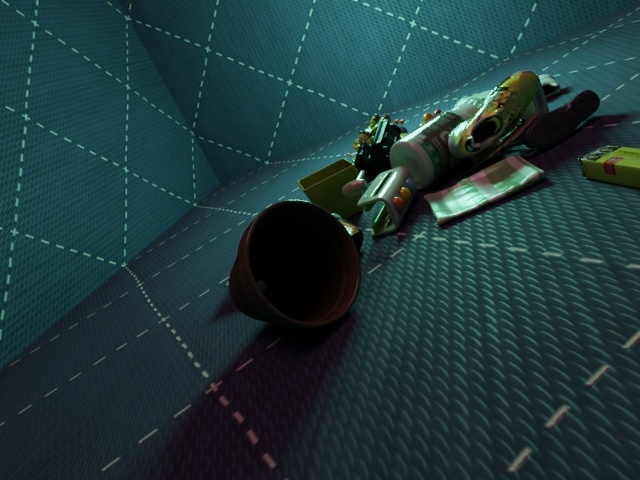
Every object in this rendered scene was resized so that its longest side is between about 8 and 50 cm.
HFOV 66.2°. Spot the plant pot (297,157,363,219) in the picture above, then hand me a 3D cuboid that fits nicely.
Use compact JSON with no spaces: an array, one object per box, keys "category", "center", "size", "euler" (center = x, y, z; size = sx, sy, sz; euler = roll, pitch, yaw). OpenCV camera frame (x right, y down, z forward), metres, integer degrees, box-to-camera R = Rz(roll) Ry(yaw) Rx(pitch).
[{"category":"plant pot","center":[0.055,-0.181,1.920],"size":[0.212,0.187,0.212],"euler":[-28,18,-1]}]

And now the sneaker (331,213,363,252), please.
[{"category":"sneaker","center":[0.000,0.000,1.488],"size":[0.321,0.125,0.180],"euler":[-20,31,-34]}]

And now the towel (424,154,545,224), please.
[{"category":"towel","center":[0.491,-0.162,1.507],"size":[0.324,0.038,0.248],"euler":[-23,19,10]}]

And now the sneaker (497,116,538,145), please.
[{"category":"sneaker","center":[0.717,-0.397,1.767],"size":[0.170,0.075,0.063],"euler":[-17,21,29]}]

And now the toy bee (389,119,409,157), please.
[{"category":"toy bee","center":[0.340,-0.432,2.123],"size":[0.195,0.162,0.298],"euler":[-20,36,-38]}]

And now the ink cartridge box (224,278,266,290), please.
[{"category":"ink cartridge box","center":[-0.137,0.056,1.733],"size":[0.330,0.071,0.324],"euler":[-21,21,22]}]

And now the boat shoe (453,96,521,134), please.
[{"category":"boat shoe","center":[0.650,-0.473,1.919],"size":[0.113,0.103,0.302],"euler":[-55,41,6]}]

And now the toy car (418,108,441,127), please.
[{"category":"toy car","center":[0.528,-0.504,2.158],"size":[0.182,0.136,0.159],"euler":[27,40,14]}]

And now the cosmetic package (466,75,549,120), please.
[{"category":"cosmetic package","center":[0.731,-0.531,1.980],"size":[0.113,0.160,0.309],"euler":[-38,22,-34]}]

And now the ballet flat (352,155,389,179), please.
[{"category":"ballet flat","center":[0.180,-0.334,2.240],"size":[0.342,0.116,0.124],"euler":[-36,53,-28]}]

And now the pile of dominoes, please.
[{"category":"pile of dominoes","center":[0.610,-0.342,1.677],"size":[0.196,0.040,0.251],"euler":[-42,0,-37]}]

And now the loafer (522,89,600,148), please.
[{"category":"loafer","center":[0.787,-0.386,1.629],"size":[0.302,0.109,0.095],"euler":[-34,-2,-10]}]

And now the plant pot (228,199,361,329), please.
[{"category":"plant pot","center":[-0.101,0.091,1.292],"size":[0.323,0.323,0.280],"euler":[-41,6,-36]}]

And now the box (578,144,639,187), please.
[{"category":"box","center":[0.736,-0.178,1.176],"size":[0.087,0.058,0.232],"euler":[-26,19,-2]}]

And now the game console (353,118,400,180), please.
[{"category":"game console","center":[0.262,-0.357,1.957],"size":[0.044,0.213,0.361],"euler":[-49,16,48]}]

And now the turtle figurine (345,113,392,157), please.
[{"category":"turtle figurine","center":[0.207,-0.462,2.169],"size":[0.217,0.087,0.269],"euler":[-55,20,-12]}]

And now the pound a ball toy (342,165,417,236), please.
[{"category":"pound a ball toy","center":[0.215,-0.162,1.618],"size":[0.135,0.208,0.319],"euler":[-16,21,31]}]

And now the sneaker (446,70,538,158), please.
[{"category":"sneaker","center":[0.606,-0.416,1.655],"size":[0.385,0.145,0.147],"euler":[-47,15,-1]}]

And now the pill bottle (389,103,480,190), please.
[{"category":"pill bottle","center":[0.447,-0.356,1.826],"size":[0.361,0.204,0.204],"euler":[-36,20,-24]}]

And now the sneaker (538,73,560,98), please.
[{"category":"sneaker","center":[0.884,-0.627,2.119],"size":[0.297,0.111,0.129],"euler":[-24,24,11]}]
